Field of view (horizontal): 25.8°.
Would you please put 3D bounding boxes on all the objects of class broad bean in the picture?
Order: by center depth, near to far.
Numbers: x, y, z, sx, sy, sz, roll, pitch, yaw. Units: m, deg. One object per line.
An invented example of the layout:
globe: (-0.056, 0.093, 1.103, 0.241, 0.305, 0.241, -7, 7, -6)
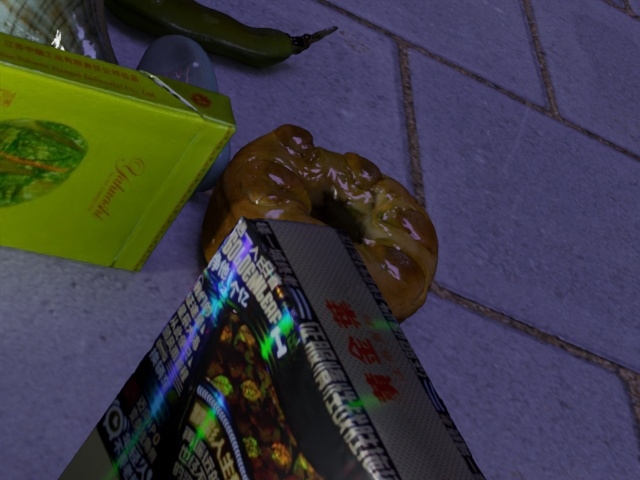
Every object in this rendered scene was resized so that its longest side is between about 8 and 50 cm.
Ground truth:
broad bean: (-0.133, -0.240, 1.523, 0.325, 0.067, 0.075, 16, 67, -32)

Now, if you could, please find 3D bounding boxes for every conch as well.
conch: (-0.260, -0.216, 1.291, 0.203, 0.169, 0.386, 38, 44, -75)

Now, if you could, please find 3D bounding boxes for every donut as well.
donut: (-0.001, 0.000, 1.283, 0.226, 0.114, 0.227, 25, 34, -18)

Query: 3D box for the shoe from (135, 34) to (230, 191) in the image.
shoe: (-0.146, -0.133, 1.349, 0.078, 0.079, 0.195, 21, 38, -47)

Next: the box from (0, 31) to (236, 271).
box: (-0.252, -0.075, 1.078, 0.335, 0.187, 0.047, 13, 41, -31)

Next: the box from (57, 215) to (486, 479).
box: (-0.057, 0.161, 0.843, 0.084, 0.310, 0.198, 7, 42, -41)
